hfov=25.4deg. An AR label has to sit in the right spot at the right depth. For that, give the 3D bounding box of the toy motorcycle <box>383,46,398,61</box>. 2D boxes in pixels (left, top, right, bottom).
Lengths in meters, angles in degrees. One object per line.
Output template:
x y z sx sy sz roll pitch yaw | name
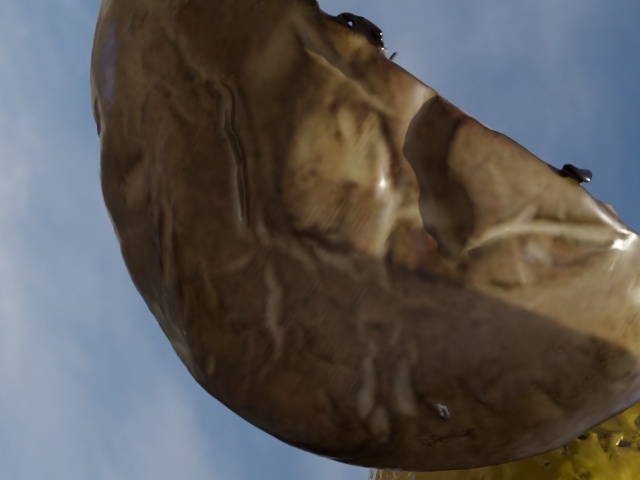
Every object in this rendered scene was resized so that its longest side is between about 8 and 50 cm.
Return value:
0.001 -0.026 1.087 0.263 0.091 0.157 -32 -123 9 | toy motorcycle

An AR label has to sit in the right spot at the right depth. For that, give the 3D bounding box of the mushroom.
0.000 0.000 0.576 0.285 0.151 0.156 35 -3 12 | mushroom

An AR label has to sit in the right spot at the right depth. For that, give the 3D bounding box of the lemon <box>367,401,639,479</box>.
0.159 0.171 0.873 0.293 0.293 0.293 23 -61 50 | lemon
